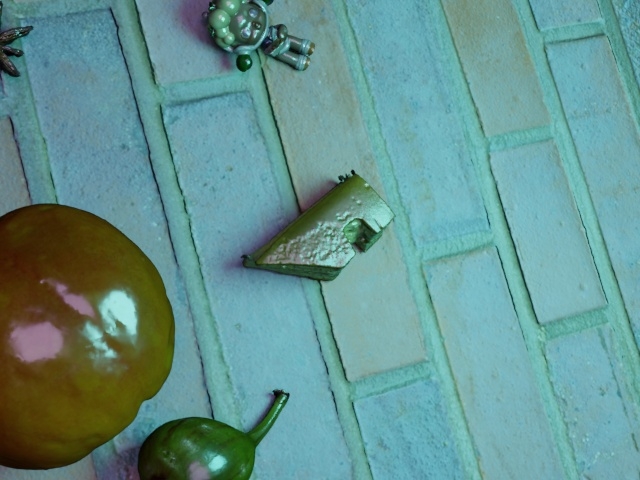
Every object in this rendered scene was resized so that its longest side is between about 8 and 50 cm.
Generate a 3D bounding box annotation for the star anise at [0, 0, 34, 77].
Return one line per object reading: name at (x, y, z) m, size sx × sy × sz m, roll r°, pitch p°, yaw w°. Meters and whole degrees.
star anise at (-0.511, -0.301, 1.308) m, size 0.141 × 0.042 × 0.141 m, roll 3°, pitch 81°, yaw -18°

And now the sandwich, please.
sandwich at (0.000, 0.000, 1.371) m, size 0.235 × 0.122 × 0.128 m, roll -40°, pitch 89°, yaw -19°

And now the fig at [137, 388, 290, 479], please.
fig at (-0.145, 0.315, 1.274) m, size 0.259 × 0.151 × 0.151 m, roll -19°, pitch 84°, yaw -48°

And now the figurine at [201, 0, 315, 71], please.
figurine at (-0.101, -0.347, 1.425) m, size 0.197 × 0.093 × 0.147 m, roll 19°, pitch 85°, yaw -14°

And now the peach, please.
peach at (-0.370, 0.119, 1.117) m, size 0.343 × 0.343 × 0.302 m, roll -45°, pitch 112°, yaw -21°
